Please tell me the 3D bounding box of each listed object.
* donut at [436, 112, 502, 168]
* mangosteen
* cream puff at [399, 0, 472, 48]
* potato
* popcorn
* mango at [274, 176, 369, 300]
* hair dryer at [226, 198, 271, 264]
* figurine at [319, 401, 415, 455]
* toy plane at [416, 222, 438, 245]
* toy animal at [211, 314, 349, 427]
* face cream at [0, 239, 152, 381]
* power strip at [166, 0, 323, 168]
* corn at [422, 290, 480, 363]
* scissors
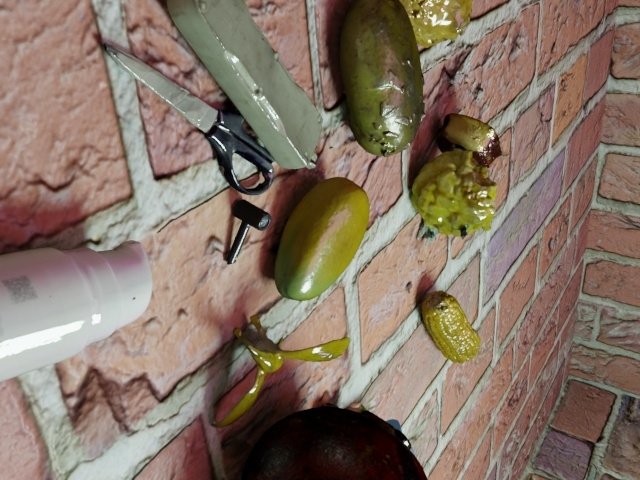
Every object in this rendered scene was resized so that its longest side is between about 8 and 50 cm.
[{"bbox_3d":[0.293,-0.192,1.264,0.059,0.140,0.140,-56,145,-11],"label":"donut"},{"bbox_3d":[0.009,0.385,0.904,0.311,0.311,0.311,-29,126,-50],"label":"mangosteen"},{"bbox_3d":[0.176,-0.394,0.996,0.189,0.129,0.189,-25,122,-48],"label":"cream puff"},{"bbox_3d":[0.093,-0.243,0.934,0.149,0.113,0.251,-37,132,-48],"label":"potato"},{"bbox_3d":[0.260,-0.082,1.212,0.142,0.173,0.173,-63,156,-68],"label":"popcorn"},{"bbox_3d":[0.000,0.000,0.905,0.194,0.092,0.130,-56,145,-22],"label":"mango"},{"bbox_3d":[-0.098,-0.006,0.799,0.026,0.047,0.083,12,106,-59],"label":"hair dryer"},{"bbox_3d":[0.076,0.383,1.150,0.263,0.143,0.162,47,54,-35],"label":"figurine"},{"bbox_3d":[0.229,-0.030,1.315,0.080,0.033,0.083,-31,128,-31],"label":"toy plane"},{"bbox_3d":[-0.082,0.149,0.838,0.219,0.095,0.155,-36,140,-4],"label":"toy animal"},{"bbox_3d":[-0.277,0.067,0.481,0.345,0.102,0.102,-14,114,-55],"label":"face cream"},{"bbox_3d":[-0.078,-0.190,0.721,0.286,0.048,0.080,51,46,-47],"label":"power strip"},{"bbox_3d":[0.293,0.201,1.454,0.313,0.102,0.102,47,62,-52],"label":"corn"},{"bbox_3d":[-0.131,-0.137,0.709,0.300,0.022,0.109,29,73,-57],"label":"scissors"}]
